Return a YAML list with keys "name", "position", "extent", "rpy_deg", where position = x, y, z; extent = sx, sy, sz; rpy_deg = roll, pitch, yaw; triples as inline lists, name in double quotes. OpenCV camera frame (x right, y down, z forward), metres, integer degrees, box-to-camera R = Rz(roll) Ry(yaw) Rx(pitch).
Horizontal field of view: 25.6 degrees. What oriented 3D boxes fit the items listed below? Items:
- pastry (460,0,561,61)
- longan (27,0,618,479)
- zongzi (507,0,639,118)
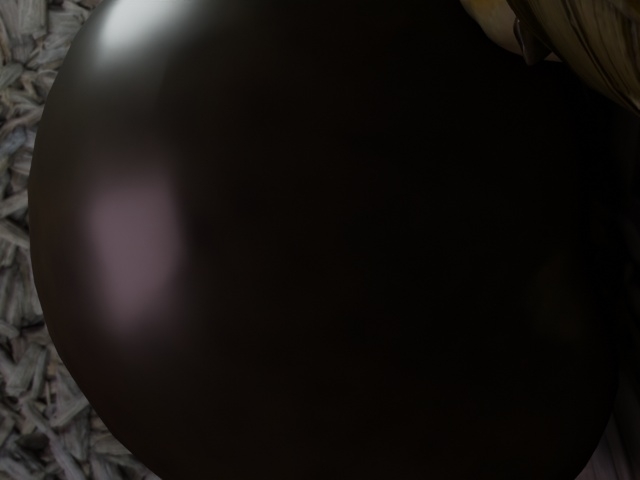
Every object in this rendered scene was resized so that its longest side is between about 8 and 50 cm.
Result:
- name: "pastry"
  position: [0.115, -0.164, 0.681]
  extent: [0.156, 0.092, 0.156]
  rpy_deg: [169, 90, -73]
- name: "longan"
  position: [0.000, 0.000, 0.862]
  extent: [0.404, 0.336, 0.405]
  rpy_deg: [23, 129, 32]
- name: "zongzi"
  position: [0.108, -0.176, 0.433]
  extent: [0.286, 0.134, 0.288]
  rpy_deg: [-113, 7, -70]
